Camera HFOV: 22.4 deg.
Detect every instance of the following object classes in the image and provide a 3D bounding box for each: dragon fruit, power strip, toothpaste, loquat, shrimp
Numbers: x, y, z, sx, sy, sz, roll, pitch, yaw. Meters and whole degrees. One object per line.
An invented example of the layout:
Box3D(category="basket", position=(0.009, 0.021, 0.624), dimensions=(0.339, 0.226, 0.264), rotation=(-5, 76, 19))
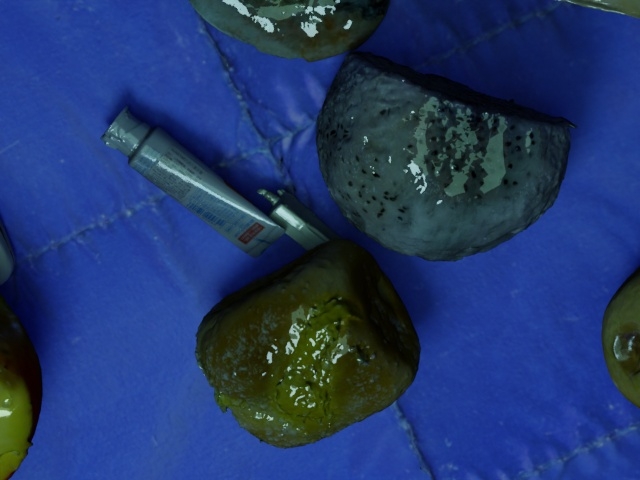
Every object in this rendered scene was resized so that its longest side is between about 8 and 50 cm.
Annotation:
Box3D(category="dragon fruit", position=(0.129, -0.073, 1.787), dimensions=(0.283, 0.221, 0.203), rotation=(17, 100, -5))
Box3D(category="power strip", position=(0.000, 0.000, 1.898), dimensions=(0.191, 0.047, 0.030), rotation=(39, 110, -9))
Box3D(category="toothpaste", position=(-0.149, -0.064, 1.877), dimensions=(0.234, 0.057, 0.089), rotation=(39, 146, -7))
Box3D(category="loquat", position=(0.423, 0.110, 1.847), dimensions=(0.213, 0.213, 0.213), rotation=(1, 106, 2))
Box3D(category="shrimp", position=(-0.052, -0.352, 1.763), dimensions=(0.247, 0.085, 0.360), rotation=(-22, 118, 7))

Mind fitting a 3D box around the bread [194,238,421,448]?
Box3D(category="bread", position=(-0.027, 0.135, 1.850), dimensions=(0.246, 0.176, 0.195), rotation=(-29, 102, 31))

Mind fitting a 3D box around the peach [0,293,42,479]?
Box3D(category="peach", position=(-0.500, 0.185, 1.873), dimensions=(0.380, 0.242, 0.306), rotation=(-39, 128, 12))

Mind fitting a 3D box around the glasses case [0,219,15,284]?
Box3D(category="glasses case", position=(-0.427, -0.035, 1.900), dimensions=(0.081, 0.051, 0.204), rotation=(-18, 105, 10))

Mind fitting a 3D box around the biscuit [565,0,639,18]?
Box3D(category="biscuit", position=(0.342, -0.422, 1.671), dimensions=(0.429, 0.104, 0.446), rotation=(9, 121, 21))
